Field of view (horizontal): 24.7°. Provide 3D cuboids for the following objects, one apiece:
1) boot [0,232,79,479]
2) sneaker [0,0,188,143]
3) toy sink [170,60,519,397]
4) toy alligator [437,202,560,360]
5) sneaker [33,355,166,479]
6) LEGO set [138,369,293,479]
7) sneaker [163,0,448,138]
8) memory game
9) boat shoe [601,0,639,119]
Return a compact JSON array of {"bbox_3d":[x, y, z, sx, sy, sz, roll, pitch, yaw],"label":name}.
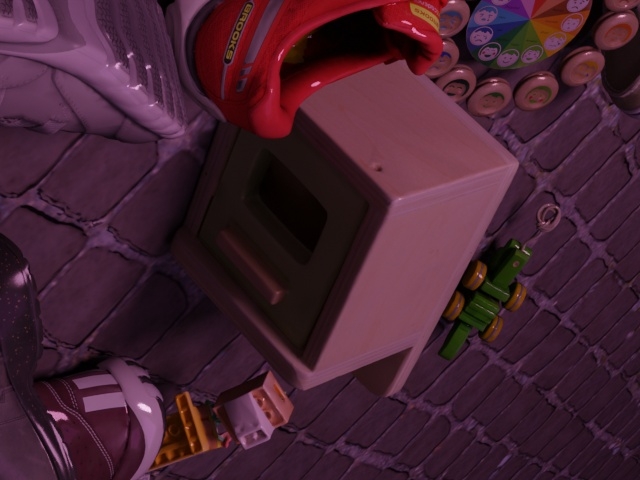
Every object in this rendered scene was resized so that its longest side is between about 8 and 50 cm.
[{"bbox_3d":[-0.237,0.121,0.854,0.161,0.083,0.247,-23,116,-33],"label":"boot"},{"bbox_3d":[-0.161,-0.104,0.712,0.115,0.105,0.281,-20,162,20],"label":"sneaker"},{"bbox_3d":[0.000,0.000,0.990,0.131,0.153,0.234,-18,145,-41],"label":"toy sink"},{"bbox_3d":[0.168,0.033,1.389,0.190,0.056,0.051,-56,-167,21],"label":"toy alligator"},{"bbox_3d":[-0.232,0.202,1.034,0.162,0.106,0.281,3,119,-48],"label":"sneaker"},{"bbox_3d":[-0.122,0.196,1.145,0.287,0.132,0.107,-58,160,13],"label":"LEGO set"},{"bbox_3d":[0.043,-0.154,0.862,0.279,0.118,0.107,-39,154,-11],"label":"sneaker"},{"bbox_3d":[0.154,-0.157,1.061,0.186,0.012,0.186,-13,142,-10],"label":"memory game"},{"bbox_3d":[0.254,-0.221,1.106,0.094,0.109,0.302,-12,133,-22],"label":"boat shoe"}]
